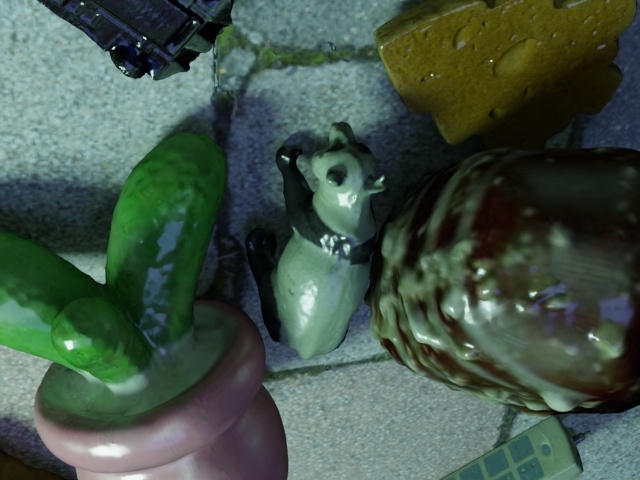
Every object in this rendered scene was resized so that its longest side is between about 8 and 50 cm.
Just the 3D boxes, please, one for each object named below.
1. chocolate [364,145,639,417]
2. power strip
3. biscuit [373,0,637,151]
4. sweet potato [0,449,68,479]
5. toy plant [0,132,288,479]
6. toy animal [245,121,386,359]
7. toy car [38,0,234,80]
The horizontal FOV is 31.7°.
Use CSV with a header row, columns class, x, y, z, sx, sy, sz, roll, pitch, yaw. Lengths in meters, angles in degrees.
class,x,y,z,sx,sy,sz,roll,pitch,yaw
chocolate,0.157,0.031,0.964,0.210,0.225,0.340,9,170,-14
power strip,0.225,0.284,1.353,0.227,0.080,0.029,-34,128,14
biscuit,0.150,-0.152,0.949,0.239,0.041,0.212,9,135,-24
sweet potato,-0.339,0.244,1.148,0.269,0.074,0.075,15,127,-46
toy plant,-0.182,0.112,0.984,0.317,0.210,0.356,-19,122,3
toy animal,0.000,0.000,0.979,0.094,0.121,0.225,7,121,-24
toy car,-0.161,-0.199,0.792,0.216,0.063,0.103,33,116,-31
